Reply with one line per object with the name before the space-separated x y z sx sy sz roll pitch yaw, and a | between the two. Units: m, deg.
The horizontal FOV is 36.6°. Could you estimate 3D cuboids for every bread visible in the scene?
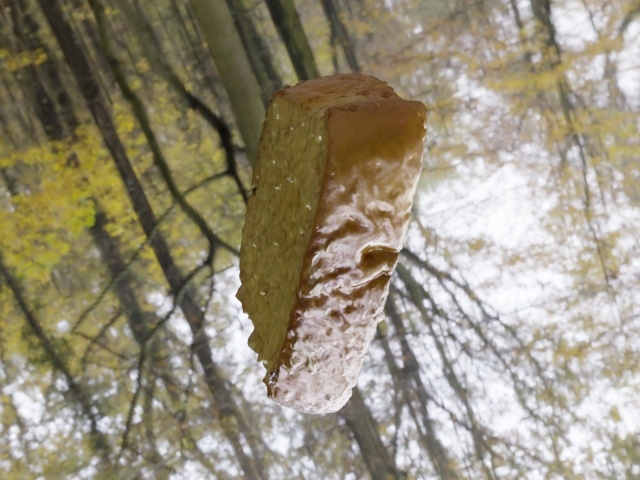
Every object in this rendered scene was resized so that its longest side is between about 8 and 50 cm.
bread | 0.000 0.000 0.518 0.065 0.187 0.103 -1 -145 -22
